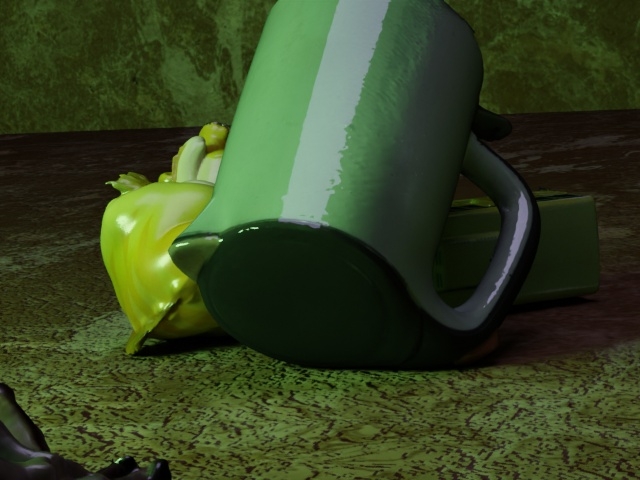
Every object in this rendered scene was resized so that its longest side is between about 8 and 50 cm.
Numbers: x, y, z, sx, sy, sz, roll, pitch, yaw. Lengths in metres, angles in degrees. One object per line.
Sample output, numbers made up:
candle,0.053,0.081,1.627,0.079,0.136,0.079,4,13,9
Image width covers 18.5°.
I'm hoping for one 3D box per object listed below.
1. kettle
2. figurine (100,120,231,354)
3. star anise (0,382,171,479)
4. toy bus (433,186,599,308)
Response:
kettle,0.038,-0.035,1.345,0.240,0.165,0.255,21,46,-6
figurine,-0.092,-0.005,1.470,0.156,0.131,0.246,35,29,-7
star anise,-0.096,0.115,0.696,0.288,0.088,0.288,25,6,-3
toy bus,0.119,0.009,1.495,0.175,0.088,0.101,-7,8,-26
